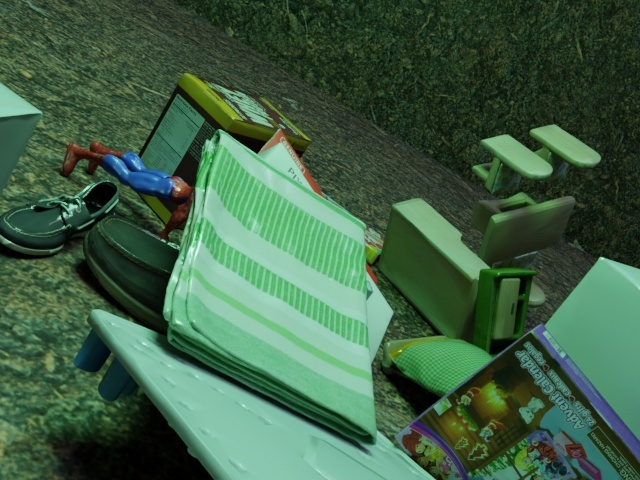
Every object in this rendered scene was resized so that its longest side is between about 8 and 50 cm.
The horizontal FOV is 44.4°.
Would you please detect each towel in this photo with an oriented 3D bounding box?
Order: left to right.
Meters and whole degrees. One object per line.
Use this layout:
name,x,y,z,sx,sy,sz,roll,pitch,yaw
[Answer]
towel,-0.039,0.032,0.833,0.248,0.038,0.324,32,32,-23

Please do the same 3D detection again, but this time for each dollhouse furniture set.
dollhouse furniture set,0.261,0.136,1.154,0.302,0.151,0.198,0,11,-37
dollhouse furniture set,0.352,0.021,1.497,0.394,0.362,0.256,-14,42,-29

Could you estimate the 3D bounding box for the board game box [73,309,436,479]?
board game box,0.024,0.217,0.641,0.390,0.050,0.390,32,-1,-41

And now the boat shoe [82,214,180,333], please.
boat shoe,-0.106,0.058,0.938,0.355,0.130,0.132,31,19,-9

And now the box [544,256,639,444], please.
box,0.327,0.213,0.943,0.215,0.345,0.168,12,28,-50

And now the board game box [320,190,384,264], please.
board game box,0.023,-0.047,1.594,0.259,0.039,0.124,35,17,11

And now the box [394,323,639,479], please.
box,0.244,0.264,0.816,0.293,0.201,0.057,52,23,16

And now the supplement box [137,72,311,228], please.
supplement box,-0.157,-0.127,1.223,0.129,0.194,0.191,45,21,29

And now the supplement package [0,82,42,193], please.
supplement package,-0.440,-0.118,0.786,0.203,0.149,0.194,35,18,4

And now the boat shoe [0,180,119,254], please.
boat shoe,-0.310,-0.036,0.937,0.075,0.065,0.206,37,18,8

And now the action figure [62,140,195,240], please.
action figure,-0.222,-0.040,1.091,0.281,0.139,0.091,16,16,17

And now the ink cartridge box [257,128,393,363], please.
ink cartridge box,0.000,0.000,1.086,0.296,0.066,0.261,56,31,-16
